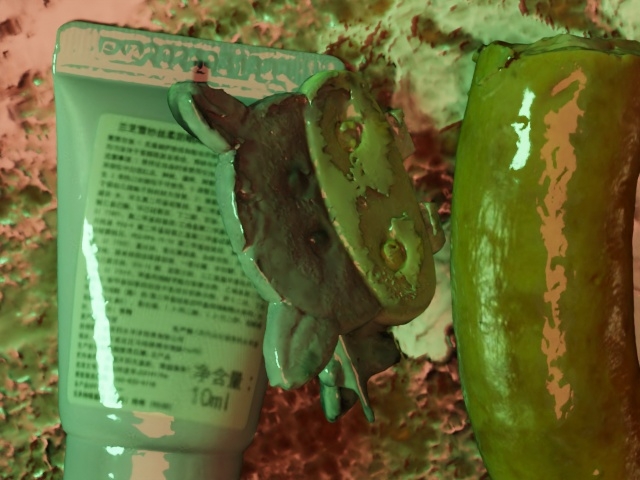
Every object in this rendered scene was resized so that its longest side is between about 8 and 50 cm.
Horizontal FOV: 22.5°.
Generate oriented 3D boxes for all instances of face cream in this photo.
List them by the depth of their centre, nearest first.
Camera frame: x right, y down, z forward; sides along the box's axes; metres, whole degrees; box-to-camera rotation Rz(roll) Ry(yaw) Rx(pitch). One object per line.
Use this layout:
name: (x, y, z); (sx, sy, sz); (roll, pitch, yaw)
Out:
face cream: (-0.078, 0.029, 0.838); (0.154, 0.096, 0.274); (8, 89, -4)

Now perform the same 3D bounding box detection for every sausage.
sausage: (0.122, 0.029, 0.832); (0.108, 0.109, 0.271); (-4, 101, -1)

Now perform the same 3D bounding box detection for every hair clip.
hair clip: (0.006, 0.000, 0.809); (0.146, 0.056, 0.187); (-18, 99, -43)
